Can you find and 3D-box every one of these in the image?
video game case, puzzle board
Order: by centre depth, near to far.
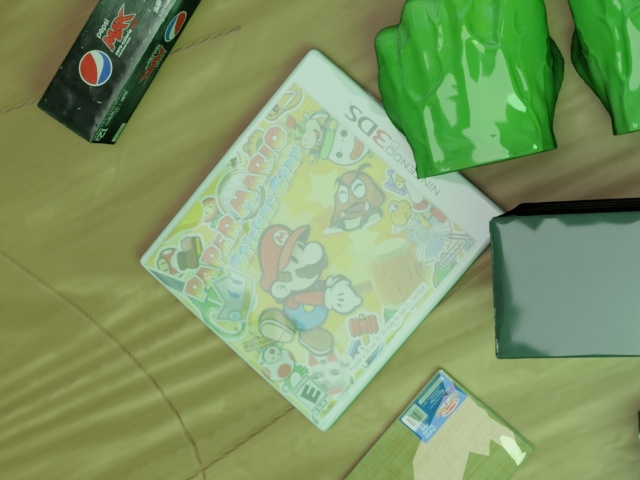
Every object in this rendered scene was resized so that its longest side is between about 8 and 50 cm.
[{"bbox_3d":[0.091,0.179,1.121,0.096,0.011,0.128,41,100,10],"label":"puzzle board"},{"bbox_3d":[0.000,0.000,1.127,0.206,0.026,0.227,42,101,9],"label":"video game case"}]

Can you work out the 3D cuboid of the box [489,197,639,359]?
[{"bbox_3d":[0.258,0.020,0.984,0.261,0.184,0.103,-2,91,14],"label":"box"}]

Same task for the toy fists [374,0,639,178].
[{"bbox_3d":[0.179,-0.140,1.041,0.279,0.096,0.142,-12,91,14],"label":"toy fists"}]

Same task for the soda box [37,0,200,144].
[{"bbox_3d":[-0.155,-0.162,1.144,0.060,0.053,0.169,35,99,11],"label":"soda box"}]

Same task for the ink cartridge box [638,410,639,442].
[{"bbox_3d":[0.349,0.174,1.017,0.208,0.087,0.153,-18,89,13],"label":"ink cartridge box"}]
